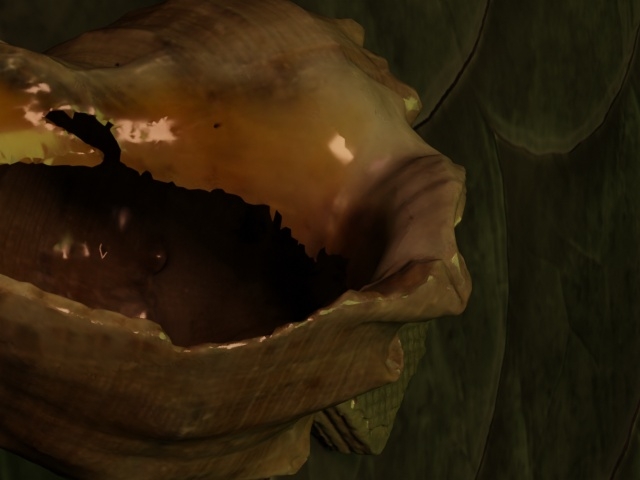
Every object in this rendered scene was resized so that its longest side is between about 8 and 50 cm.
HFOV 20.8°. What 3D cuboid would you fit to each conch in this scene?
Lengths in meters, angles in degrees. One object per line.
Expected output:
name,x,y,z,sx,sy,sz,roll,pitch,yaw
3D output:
conch,-0.071,0.013,0.687,0.324,0.263,0.186,-16,112,-29

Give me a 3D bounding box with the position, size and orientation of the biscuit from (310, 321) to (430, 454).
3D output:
biscuit,0.000,0.000,1.042,0.252,0.052,0.150,58,44,-40

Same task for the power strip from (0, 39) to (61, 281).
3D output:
power strip,-0.198,-0.059,0.729,0.367,0.043,0.106,28,67,-56
